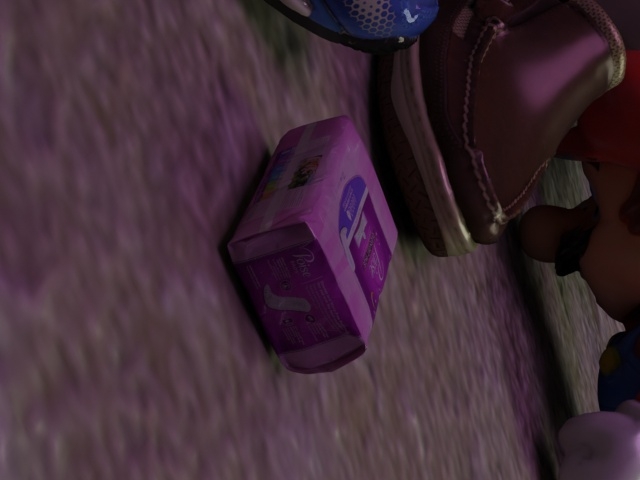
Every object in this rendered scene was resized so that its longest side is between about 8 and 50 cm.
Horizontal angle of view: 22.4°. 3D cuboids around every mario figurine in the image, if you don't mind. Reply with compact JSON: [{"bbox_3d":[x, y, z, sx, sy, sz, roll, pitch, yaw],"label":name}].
[{"bbox_3d":[0.164,0.059,0.868,0.198,0.170,0.321,175,-91,-71],"label":"mario figurine"}]

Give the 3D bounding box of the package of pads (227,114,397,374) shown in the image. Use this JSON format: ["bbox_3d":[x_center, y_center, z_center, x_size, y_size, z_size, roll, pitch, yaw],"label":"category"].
[{"bbox_3d":[0.000,0.000,0.507,0.083,0.032,0.050,-70,139,-61],"label":"package of pads"}]

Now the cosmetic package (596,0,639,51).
[{"bbox_3d":[0.243,-0.119,1.073,0.309,0.113,0.160,-111,174,-59],"label":"cosmetic package"}]

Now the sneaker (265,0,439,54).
[{"bbox_3d":[0.024,-0.227,0.540,0.130,0.147,0.330,-40,129,-70],"label":"sneaker"}]

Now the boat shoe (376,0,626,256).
[{"bbox_3d":[0.089,-0.084,0.740,0.257,0.095,0.095,-75,145,-58],"label":"boat shoe"}]
